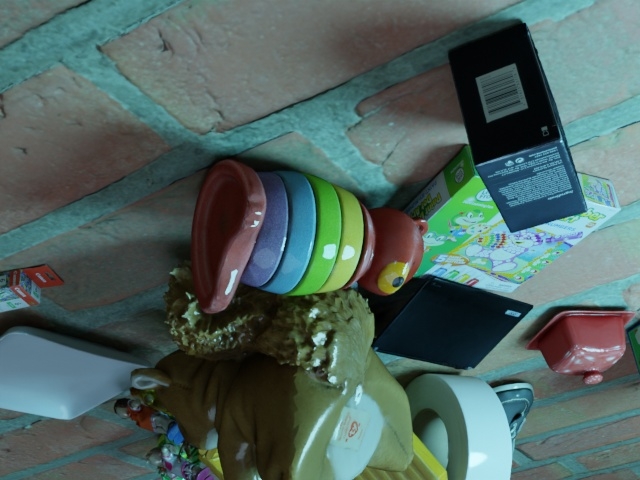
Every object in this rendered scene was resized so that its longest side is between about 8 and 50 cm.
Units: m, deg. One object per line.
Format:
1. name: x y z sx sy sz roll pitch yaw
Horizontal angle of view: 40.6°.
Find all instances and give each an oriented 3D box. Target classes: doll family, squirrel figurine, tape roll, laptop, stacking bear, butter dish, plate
1. doll family: -0.270 0.329 1.556 0.163 0.118 0.263 18 143 28
2. squirrel figurine: -0.097 0.188 1.267 0.370 0.397 0.281 14 -150 39
3. tape roll: 0.246 0.401 1.667 0.100 0.286 0.286 7 146 -25
4. laptop: 0.158 0.125 1.409 0.234 0.137 0.264 17 177 -35
5. stacking bear: 0.000 0.000 1.079 0.289 0.164 0.175 9 120 -27
6. butter dish: 0.473 0.200 1.546 0.160 0.118 0.160 2 147 -15
7. plate: -0.465 0.221 1.458 0.278 0.045 0.277 -31 143 33

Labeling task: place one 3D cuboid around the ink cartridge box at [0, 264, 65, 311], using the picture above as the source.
1. ink cartridge box: -0.431 0.070 1.233 0.115 0.029 0.063 -11 148 7

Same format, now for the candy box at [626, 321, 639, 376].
1. candy box: 0.731 0.288 1.551 0.268 0.317 0.122 5 147 -18

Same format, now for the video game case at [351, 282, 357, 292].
1. video game case: -0.030 0.062 1.311 0.173 0.022 0.190 -7 150 -1

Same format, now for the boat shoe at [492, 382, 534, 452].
1. boat shoe: 0.402 0.400 1.876 0.116 0.099 0.319 -5 149 -4

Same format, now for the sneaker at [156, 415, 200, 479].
1. sneaker: -0.269 0.416 1.741 0.109 0.124 0.295 2 147 -14

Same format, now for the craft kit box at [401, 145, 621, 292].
1. craft kit box: 0.238 -0.019 1.204 0.249 0.061 0.247 9 142 -26

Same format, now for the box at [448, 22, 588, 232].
1. box: 0.215 -0.117 0.938 0.093 0.156 0.158 -18 147 19

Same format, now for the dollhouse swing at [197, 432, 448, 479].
1. dollhouse swing: 0.000 0.425 1.598 0.315 0.305 0.347 -14 156 -36
